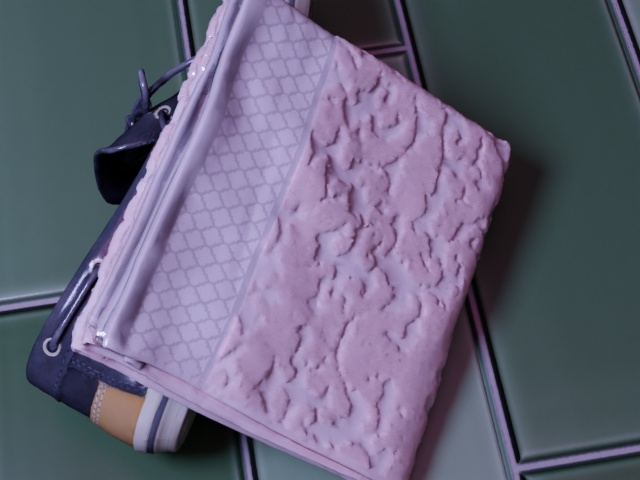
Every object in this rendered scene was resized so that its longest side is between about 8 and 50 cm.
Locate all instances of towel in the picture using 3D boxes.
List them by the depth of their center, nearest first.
[{"bbox_3d":[0.000,0.000,0.965,0.317,0.053,0.332,30,72,-30],"label":"towel"}]

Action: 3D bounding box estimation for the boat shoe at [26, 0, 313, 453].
[{"bbox_3d":[-0.116,-0.067,1.050,0.156,0.187,0.500,17,69,2],"label":"boat shoe"}]
